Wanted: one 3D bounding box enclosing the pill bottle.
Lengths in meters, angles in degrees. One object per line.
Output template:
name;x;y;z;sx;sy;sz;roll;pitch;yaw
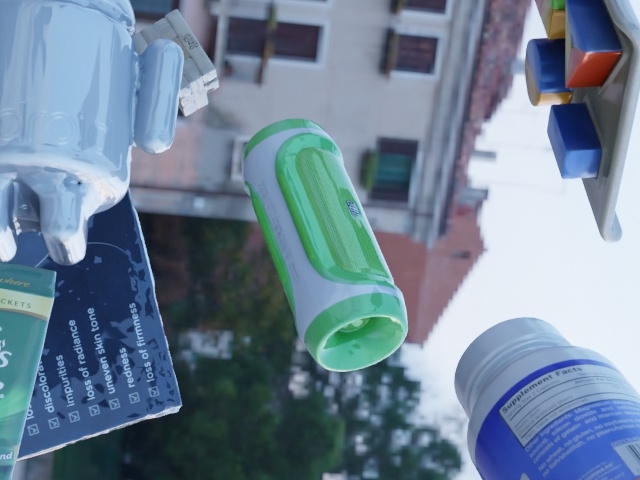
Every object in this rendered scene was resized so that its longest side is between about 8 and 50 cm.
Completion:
pill bottle;0.214;0.184;1.179;0.272;0.152;0.152;-123;-144;-54

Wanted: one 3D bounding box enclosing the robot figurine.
robot figurine;-0.293;-0.155;1.470;0.200;0.300;0.353;116;-26;-71

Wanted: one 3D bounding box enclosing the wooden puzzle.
wooden puzzle;0.319;-0.218;1.776;0.322;0.080;0.348;-99;-178;-46

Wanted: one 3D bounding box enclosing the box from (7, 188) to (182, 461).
box;-0.505;0.068;1.995;0.297;0.472;0.480;1;-74;64

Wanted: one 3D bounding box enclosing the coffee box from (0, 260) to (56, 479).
coffee box;-0.246;0.095;0.930;0.040;0.113;0.184;-105;-149;-63

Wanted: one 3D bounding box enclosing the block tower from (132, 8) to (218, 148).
block tower;-0.280;-0.129;1.630;0.097;0.335;0.091;57;-7;13

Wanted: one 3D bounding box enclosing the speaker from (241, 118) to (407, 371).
speaker;0.000;0.000;1.628;0.131;0.131;0.296;104;-28;-49
